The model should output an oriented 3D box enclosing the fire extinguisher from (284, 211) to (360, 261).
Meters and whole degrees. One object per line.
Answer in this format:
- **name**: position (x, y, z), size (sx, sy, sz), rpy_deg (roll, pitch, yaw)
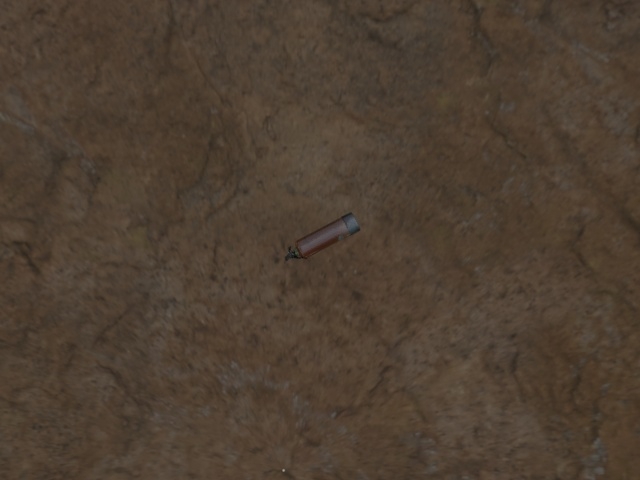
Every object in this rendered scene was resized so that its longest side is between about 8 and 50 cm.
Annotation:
- **fire extinguisher**: position (0.000, 0.000, 0.928), size (0.083, 0.028, 0.022), rpy_deg (-28, 79, -3)
